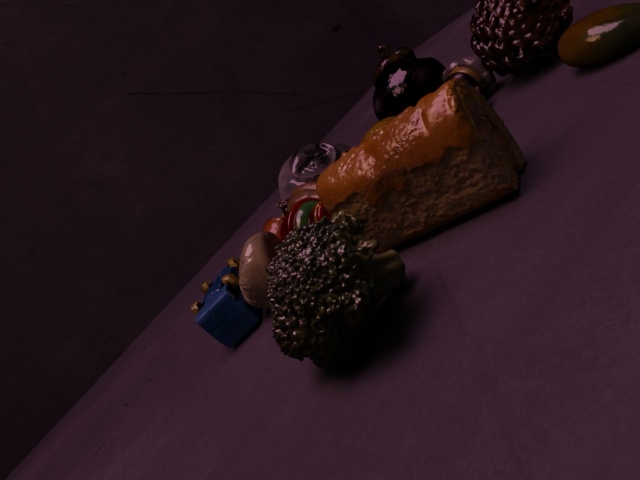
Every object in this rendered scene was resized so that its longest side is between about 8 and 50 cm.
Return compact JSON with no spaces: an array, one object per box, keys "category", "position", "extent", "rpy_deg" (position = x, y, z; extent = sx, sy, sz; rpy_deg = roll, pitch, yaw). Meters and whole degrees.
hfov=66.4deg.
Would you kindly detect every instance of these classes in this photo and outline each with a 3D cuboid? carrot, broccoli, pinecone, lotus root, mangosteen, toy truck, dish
[{"category":"carrot","position":[-0.152,0.047,1.580],"extent":[0.159,0.159,0.225],"rpy_deg":[-29,26,47]},{"category":"broccoli","position":[0.011,0.079,0.867],"extent":[0.260,0.235,0.288],"rpy_deg":[-51,11,-25]},{"category":"pinecone","position":[0.490,-0.539,1.241],"extent":[0.243,0.243,0.257],"rpy_deg":[-50,6,-16]},{"category":"lotus root","position":[-0.015,-0.106,1.520],"extent":[0.257,0.140,0.154],"rpy_deg":[-5,61,44]},{"category":"mangosteen","position":[0.274,-0.494,1.566],"extent":[0.275,0.302,0.275],"rpy_deg":[-34,3,2]},{"category":"toy truck","position":[-0.283,0.180,1.540],"extent":[0.161,0.162,0.385],"rpy_deg":[-44,13,5]},{"category":"dish","position":[-0.014,-0.251,1.720],"extent":[0.324,0.124,0.324],"rpy_deg":[-11,50,14]}]

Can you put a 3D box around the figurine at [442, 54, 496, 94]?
[{"category":"figurine","position":[0.399,-0.420,1.375],"extent":[0.176,0.133,0.236],"rpy_deg":[-3,46,56]}]

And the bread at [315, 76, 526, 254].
[{"category":"bread","position":[0.181,-0.134,0.982],"extent":[0.375,0.236,0.165],"rpy_deg":[-31,18,44]}]

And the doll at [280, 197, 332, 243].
[{"category":"doll","position":[-0.029,-0.024,1.370],"extent":[0.363,0.160,0.182],"rpy_deg":[148,121,-65]}]

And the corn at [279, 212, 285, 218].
[{"category":"corn","position":[-0.065,-0.102,1.803],"extent":[0.363,0.120,0.120],"rpy_deg":[-50,15,-9]}]

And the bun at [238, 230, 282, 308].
[{"category":"bun","position":[-0.171,0.090,1.406],"extent":[0.145,0.229,0.229],"rpy_deg":[-19,22,16]}]

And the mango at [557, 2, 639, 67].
[{"category":"mango","position":[0.573,-0.413,0.981],"extent":[0.195,0.092,0.130],"rpy_deg":[-5,39,54]}]

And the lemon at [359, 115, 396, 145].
[{"category":"lemon","position":[0.201,-0.255,1.387],"extent":[0.180,0.180,0.193],"rpy_deg":[-24,23,54]}]
